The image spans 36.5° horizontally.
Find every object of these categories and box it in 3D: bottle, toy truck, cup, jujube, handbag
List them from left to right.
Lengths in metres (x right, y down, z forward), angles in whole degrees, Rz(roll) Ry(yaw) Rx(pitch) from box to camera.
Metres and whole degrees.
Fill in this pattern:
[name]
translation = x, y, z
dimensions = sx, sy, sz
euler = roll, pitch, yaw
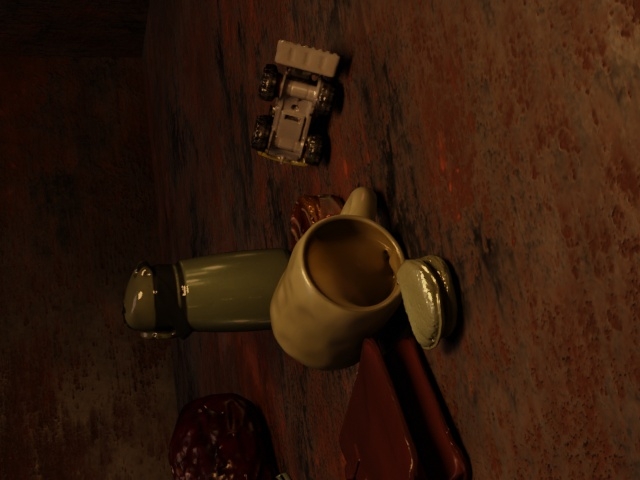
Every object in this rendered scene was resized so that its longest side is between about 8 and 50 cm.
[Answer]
[bottle]
translation = -0.225, 0.109, 1.953
dimensions = 0.168, 0.346, 0.169
euler = 176, 90, -74
[jujube]
translation = -0.223, 0.511, 2.240
dimensions = 0.377, 0.258, 0.259
euler = -127, 37, -52
[toy truck]
translation = -0.041, -0.239, 1.663
dimensions = 0.286, 0.136, 0.111
euler = 108, 174, -48
[cup]
translation = 0.014, 0.048, 1.439
dimensions = 0.202, 0.173, 0.255
euler = 115, 147, -55
[handbag]
translation = 0.101, 0.300, 1.348
dimensions = 0.260, 0.084, 0.276
euler = -112, 25, -46

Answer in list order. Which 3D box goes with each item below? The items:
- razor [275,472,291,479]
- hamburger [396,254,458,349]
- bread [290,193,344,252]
[razor]
translation = -0.104, 0.607, 2.072
dimensions = 0.211, 0.035, 0.084
euler = -67, 21, 5
[hamburger]
translation = 0.143, 0.075, 1.232
dimensions = 0.084, 0.054, 0.121
euler = 145, 118, -66
[bread]
translation = 0.000, 0.000, 1.656
dimensions = 0.160, 0.073, 0.161
euler = -179, 90, -72
